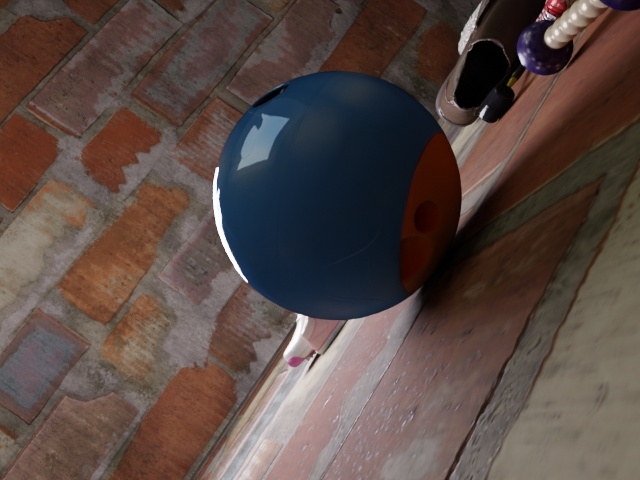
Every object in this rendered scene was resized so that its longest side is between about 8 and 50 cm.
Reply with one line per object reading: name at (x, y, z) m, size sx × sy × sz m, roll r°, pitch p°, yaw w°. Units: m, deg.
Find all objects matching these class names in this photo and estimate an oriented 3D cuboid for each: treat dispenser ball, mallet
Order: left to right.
treat dispenser ball at (0.020, -0.051, 0.756) m, size 0.288 × 0.288 × 0.288 m, roll -55°, pitch 0°, yaw 0°
mallet at (0.321, -0.263, 1.099) m, size 0.189 × 0.039 × 0.062 m, roll -49°, pitch -7°, yaw -44°

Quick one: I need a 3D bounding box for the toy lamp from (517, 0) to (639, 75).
toy lamp at (0.284, -0.249, 0.676) m, size 0.080 × 0.080 × 0.275 m, roll -55°, pitch 1°, yaw -4°

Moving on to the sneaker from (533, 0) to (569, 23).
sneaker at (0.397, -0.385, 1.143) m, size 0.067 × 0.042 × 0.118 m, roll -51°, pitch -8°, yaw -14°

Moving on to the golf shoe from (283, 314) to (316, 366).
golf shoe at (-0.006, 0.114, 1.338) m, size 0.306 × 0.140 × 0.115 m, roll -57°, pitch 2°, yaw -15°

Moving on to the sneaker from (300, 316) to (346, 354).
sneaker at (0.012, 0.147, 1.243) m, size 0.134 × 0.070 × 0.051 m, roll -54°, pitch -2°, yaw -3°

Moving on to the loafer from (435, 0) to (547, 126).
loafer at (0.361, -0.391, 1.275) m, size 0.130 × 0.134 × 0.365 m, roll -78°, pitch 12°, yaw -78°

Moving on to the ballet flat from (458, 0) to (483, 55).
ballet flat at (0.532, -0.650, 1.784) m, size 0.408 × 0.147 × 0.147 m, roll -56°, pitch 0°, yaw 29°

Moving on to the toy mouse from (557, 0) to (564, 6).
toy mouse at (0.452, -0.454, 1.007) m, size 0.143 × 0.031 × 0.161 m, roll -56°, pitch 1°, yaw -31°
